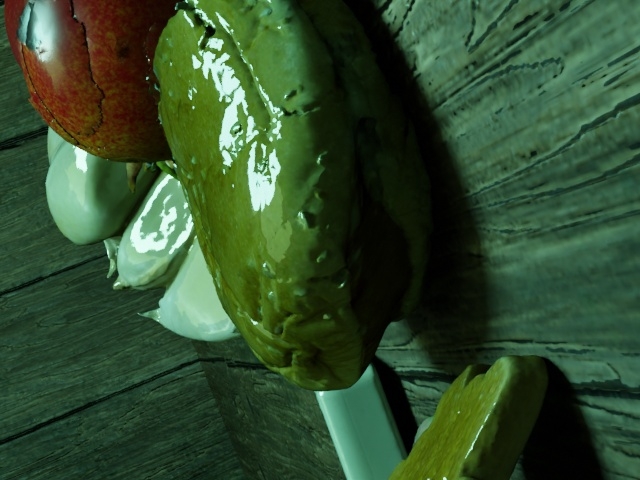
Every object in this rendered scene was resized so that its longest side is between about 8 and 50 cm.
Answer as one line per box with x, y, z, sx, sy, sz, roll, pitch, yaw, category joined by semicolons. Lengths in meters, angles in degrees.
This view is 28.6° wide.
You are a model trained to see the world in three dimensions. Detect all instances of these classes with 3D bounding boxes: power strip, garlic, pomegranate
0.068;0.246;1.075;0.098;0.058;0.338;-134;24;-84;power strip
-0.134;-0.036;1.143;0.281;0.185;0.203;36;120;5;garlic
-0.127;-0.150;0.936;0.210;0.210;0.235;-123;15;-45;pomegranate

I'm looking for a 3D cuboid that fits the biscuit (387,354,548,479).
0.061;0.172;0.702;0.041;0.239;0.212;28;142;-4;biscuit

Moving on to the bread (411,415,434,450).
0.118;0.236;0.921;0.228;0.033;0.229;160;90;-79;bread

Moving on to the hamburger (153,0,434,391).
-0.011;-0.016;0.819;0.309;0.132;0.211;88;159;-55;hamburger
